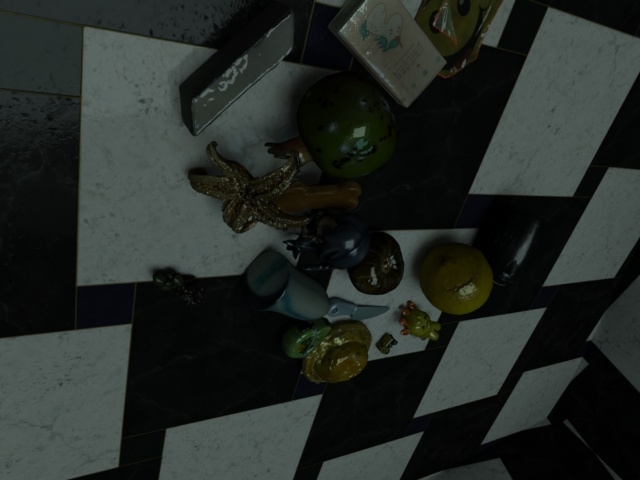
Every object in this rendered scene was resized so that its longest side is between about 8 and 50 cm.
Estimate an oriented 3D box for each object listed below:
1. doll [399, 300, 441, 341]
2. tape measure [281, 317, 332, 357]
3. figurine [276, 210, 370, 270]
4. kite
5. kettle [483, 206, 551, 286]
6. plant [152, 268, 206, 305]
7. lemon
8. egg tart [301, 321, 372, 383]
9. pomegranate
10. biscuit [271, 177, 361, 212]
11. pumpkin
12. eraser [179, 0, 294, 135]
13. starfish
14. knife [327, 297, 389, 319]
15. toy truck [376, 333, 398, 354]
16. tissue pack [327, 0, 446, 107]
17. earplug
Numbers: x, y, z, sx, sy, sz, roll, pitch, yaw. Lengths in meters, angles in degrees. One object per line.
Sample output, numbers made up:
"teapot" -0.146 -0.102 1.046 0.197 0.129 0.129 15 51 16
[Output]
"doll" 0.399 0.340 2.041 0.221 0.135 0.142 28 72 -36
"tape measure" -0.065 0.348 1.764 0.154 0.087 0.177 13 116 -51
"figurine" 0.015 -0.005 1.450 0.197 0.265 0.175 44 58 -40
"kite" 0.373 -0.624 1.394 0.378 0.013 0.327 -35 133 -5
"kettle" 0.729 0.036 1.941 0.207 0.268 0.290 20 94 -4
"plant" -0.402 0.129 1.410 0.174 0.085 0.087 33 76 -37
"lemon" 0.507 0.143 1.854 0.293 0.293 0.293 -17 129 -22
"egg tart" 0.080 0.455 1.907 0.319 0.128 0.318 -18 132 -21
"pomegranate" 0.041 -0.265 1.256 0.323 0.291 0.290 -39 134 -14
"biscuit" -0.057 -0.128 1.377 0.340 0.047 0.216 -3 165 -3
"pumpkin" 0.180 0.086 1.688 0.219 0.162 0.218 -8 101 -41
"eraser" -0.194 -0.393 1.134 0.352 0.111 0.077 -42 133 1
"starfish" -0.175 -0.134 1.225 0.303 0.113 0.312 -18 130 28
"knife" 0.142 0.270 1.878 0.331 0.044 0.080 14 113 -42
"toy truck" 0.272 0.432 2.064 0.083 0.049 0.054 -50 132 7
"tissue pack" 0.184 -0.514 1.308 0.325 0.071 0.170 31 102 -41
"earplug" -0.077 0.178 1.585 0.185 0.185 0.324 -48 138 7
